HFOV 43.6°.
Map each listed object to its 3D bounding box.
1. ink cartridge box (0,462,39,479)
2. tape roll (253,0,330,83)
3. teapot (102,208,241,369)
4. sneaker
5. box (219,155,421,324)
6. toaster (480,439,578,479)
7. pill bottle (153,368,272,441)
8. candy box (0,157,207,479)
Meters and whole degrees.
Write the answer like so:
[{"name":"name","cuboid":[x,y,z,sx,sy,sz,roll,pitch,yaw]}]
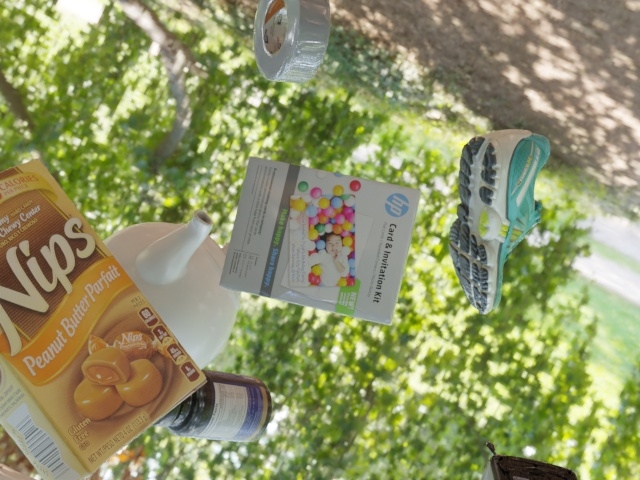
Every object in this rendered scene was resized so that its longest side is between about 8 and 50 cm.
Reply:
[{"name":"ink cartridge box","cuboid":[-0.294,0.351,0.694,0.115,0.273,0.198,26,-135,-6]},{"name":"tape roll","cuboid":[-0.061,-0.434,1.636,0.072,0.219,0.219,1,-165,-29]},{"name":"teapot","cuboid":[-0.201,0.067,1.174,0.252,0.187,0.256,62,166,-25]},{"name":"sneaker","cuboid":[0.242,-0.017,1.057,0.110,0.275,0.107,-10,-143,-18]},{"name":"box","cuboid":[0.000,0.000,0.847,0.186,0.145,0.038,13,176,8]},{"name":"toaster","cuboid":[0.359,0.458,1.366,0.168,0.110,0.185,13,-150,-8]},{"name":"pill bottle","cuboid":[-0.203,0.291,1.423,0.219,0.122,0.123,18,-173,-42]},{"name":"candy box","cuboid":[-0.289,0.082,0.846,0.316,0.087,0.183,53,-142,0]}]
